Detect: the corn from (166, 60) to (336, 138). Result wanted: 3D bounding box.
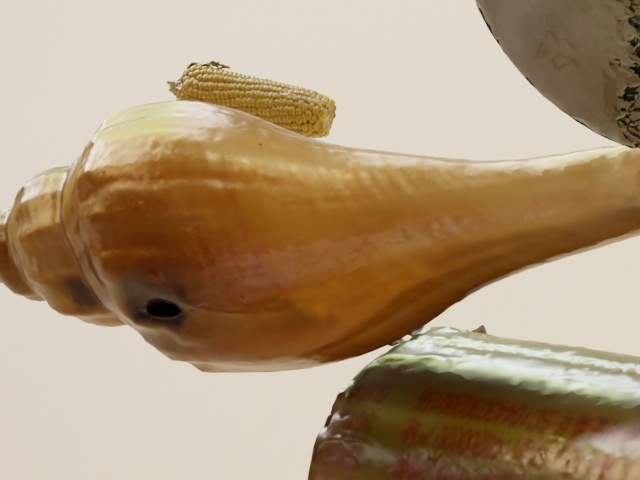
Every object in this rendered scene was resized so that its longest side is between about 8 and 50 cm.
[{"bbox_3d":[-0.033,-0.065,0.861,0.083,0.027,0.028,12,-118,16],"label":"corn"}]

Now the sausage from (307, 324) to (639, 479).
[{"bbox_3d":[0.138,0.098,0.633,0.317,0.117,0.125,4,-99,48],"label":"sausage"}]

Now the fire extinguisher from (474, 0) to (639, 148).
[{"bbox_3d":[0.126,-0.170,0.262,0.113,0.376,0.200,31,-116,8],"label":"fire extinguisher"}]

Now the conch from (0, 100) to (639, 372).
[{"bbox_3d":[-0.003,0.002,0.671,0.330,0.109,0.093,0,-154,31],"label":"conch"}]
